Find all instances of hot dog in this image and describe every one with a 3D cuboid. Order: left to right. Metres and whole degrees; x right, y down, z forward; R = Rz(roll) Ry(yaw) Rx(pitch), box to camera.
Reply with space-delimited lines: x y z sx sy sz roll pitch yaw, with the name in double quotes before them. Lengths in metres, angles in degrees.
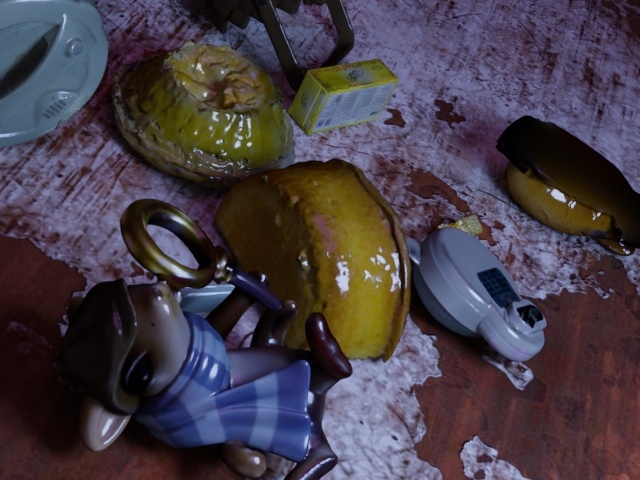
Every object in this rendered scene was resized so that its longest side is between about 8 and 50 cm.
"hot dog" 0.427 -0.069 2.044 0.326 0.107 0.194 44 50 3

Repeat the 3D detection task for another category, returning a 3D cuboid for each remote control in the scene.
"remote control" -0.187 0.082 1.532 0.162 0.061 0.029 -2 67 -33

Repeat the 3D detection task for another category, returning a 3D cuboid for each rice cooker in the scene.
"rice cooker" -0.451 -0.285 1.602 0.288 0.288 0.277 -7 52 -37

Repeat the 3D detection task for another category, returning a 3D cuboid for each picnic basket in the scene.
"picnic basket" -0.040 -0.439 2.034 0.321 0.291 0.254 68 29 -21

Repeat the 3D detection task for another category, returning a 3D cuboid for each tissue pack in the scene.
"tissue pack" 0.039 -0.245 1.995 0.176 0.095 0.062 -19 58 -42

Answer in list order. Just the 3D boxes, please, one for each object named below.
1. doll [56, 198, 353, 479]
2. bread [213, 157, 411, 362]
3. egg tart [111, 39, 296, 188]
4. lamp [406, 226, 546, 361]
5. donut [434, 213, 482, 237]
"doll" -0.130 0.136 1.387 0.339 0.209 0.318 18 52 -23
"bread" 0.000 0.000 1.640 0.194 0.179 0.340 -7 51 -36
"egg tart" -0.166 -0.206 1.809 0.315 0.120 0.315 16 41 -15
"lamp" 0.223 0.085 1.741 0.246 0.108 0.179 48 29 19
"donut" 0.220 -0.016 1.887 0.038 0.067 0.083 64 14 13
